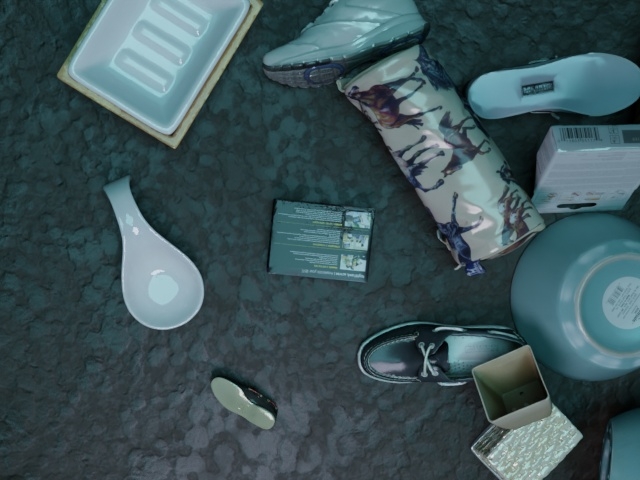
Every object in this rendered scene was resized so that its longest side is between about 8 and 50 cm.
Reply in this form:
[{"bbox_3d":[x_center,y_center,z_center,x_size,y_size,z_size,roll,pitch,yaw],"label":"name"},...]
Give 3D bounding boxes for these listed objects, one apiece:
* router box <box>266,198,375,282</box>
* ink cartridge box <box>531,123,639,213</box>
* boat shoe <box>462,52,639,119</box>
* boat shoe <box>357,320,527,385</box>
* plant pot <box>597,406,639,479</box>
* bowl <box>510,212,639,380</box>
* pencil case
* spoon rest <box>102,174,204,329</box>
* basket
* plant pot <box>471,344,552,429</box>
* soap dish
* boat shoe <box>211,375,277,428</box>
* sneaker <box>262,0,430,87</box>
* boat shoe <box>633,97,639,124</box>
[{"bbox_3d":[0.000,0.000,1.814,0.179,0.046,0.133,6,92,-5],"label":"router box"},{"bbox_3d":[0.461,-0.121,1.780,0.189,0.232,0.066,-2,70,-4],"label":"ink cartridge box"},{"bbox_3d":[0.403,-0.267,1.813,0.306,0.105,0.113,-11,105,3],"label":"boat shoe"},{"bbox_3d":[0.218,0.198,1.819,0.303,0.091,0.114,-9,96,-4],"label":"boat shoe"},{"bbox_3d":[0.605,0.415,1.779,0.235,0.293,0.292,6,92,10],"label":"plant pot"},{"bbox_3d":[0.504,0.106,1.809,0.312,0.163,0.311,0,93,-4],"label":"bowl"},{"bbox_3d":[0.202,-0.144,1.770,0.184,0.160,0.410,-32,95,24],"label":"pencil case"},{"bbox_3d":[-0.298,0.022,1.769,0.137,0.084,0.276,-25,94,-4],"label":"spoon rest"},{"bbox_3d":[0.368,0.358,1.835,0.167,0.103,0.113,-44,94,-1],"label":"basket"},{"bbox_3d":[0.335,0.262,1.759,0.109,0.109,0.096,-25,139,13],"label":"plant pot"},{"bbox_3d":[-0.267,-0.335,1.740,0.229,0.118,0.290,31,89,-6],"label":"soap dish"},{"bbox_3d":[-0.134,0.280,1.817,0.133,0.042,0.049,35,114,-5],"label":"boat shoe"},{"bbox_3d":[0.035,-0.355,1.789,0.297,0.111,0.129,-20,78,-8],"label":"sneaker"},{"bbox_3d":[0.614,-0.284,1.805,0.096,0.098,0.277,14,75,2],"label":"boat shoe"}]
